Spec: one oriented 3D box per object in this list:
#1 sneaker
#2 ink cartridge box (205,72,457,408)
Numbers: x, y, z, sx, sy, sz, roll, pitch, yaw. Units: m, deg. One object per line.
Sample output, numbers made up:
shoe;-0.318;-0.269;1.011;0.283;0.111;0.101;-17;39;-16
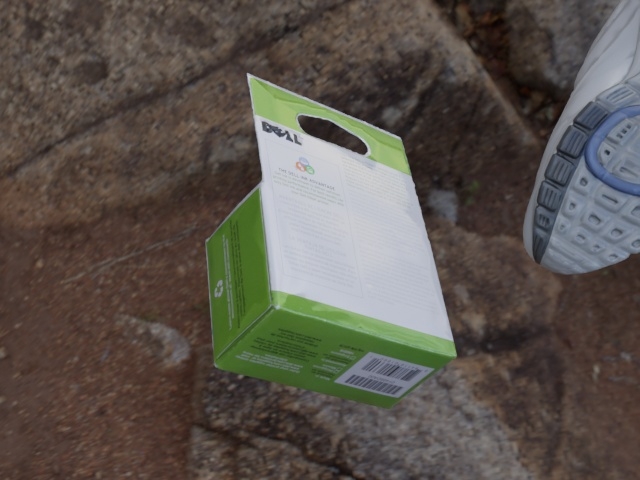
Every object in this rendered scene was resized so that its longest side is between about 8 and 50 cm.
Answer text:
sneaker;0.236;-0.097;0.861;0.111;0.129;0.297;36;74;-9
ink cartridge box;0.000;0.000;1.006;0.188;0.097;0.255;18;45;-31
